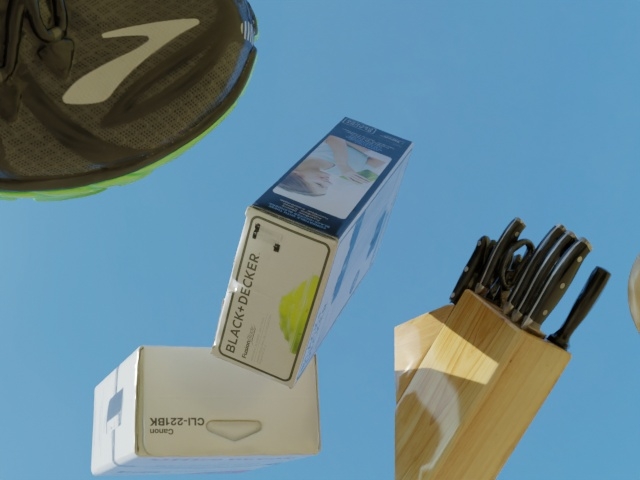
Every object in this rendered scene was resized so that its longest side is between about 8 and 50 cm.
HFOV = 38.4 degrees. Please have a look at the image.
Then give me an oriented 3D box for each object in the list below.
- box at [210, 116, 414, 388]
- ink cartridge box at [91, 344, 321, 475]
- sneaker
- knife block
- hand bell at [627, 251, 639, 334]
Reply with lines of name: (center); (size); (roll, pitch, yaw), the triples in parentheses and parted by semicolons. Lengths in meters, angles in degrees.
box: (0.000, 0.000, 0.935); (0.087, 0.290, 0.169); (22, -63, 10)
ink cartridge box: (-0.138, 0.200, 1.039); (0.196, 0.273, 0.114); (5, -108, -22)
sneaker: (-0.260, -0.142, 0.590); (0.482, 0.202, 0.185); (-2, -112, -24)
knife block: (0.186, 0.124, 0.914); (0.088, 0.242, 0.276); (25, -126, -33)
hand bell: (0.345, 0.026, 0.684); (0.126, 0.242, 0.126); (2, -103, -9)
